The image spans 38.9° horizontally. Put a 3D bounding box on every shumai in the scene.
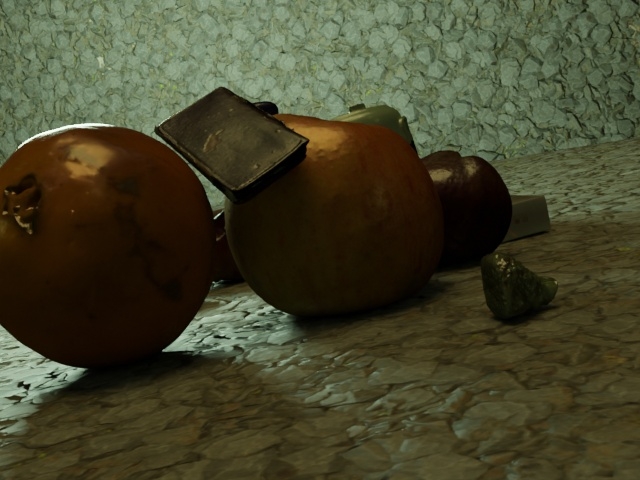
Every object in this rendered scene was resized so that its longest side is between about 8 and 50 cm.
[{"bbox_3d":[0.227,0.048,1.015,0.080,0.082,0.083,-11,28,-9],"label":"shumai"}]

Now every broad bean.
[{"bbox_3d":[-0.162,0.013,1.663,0.229,0.156,0.122,-22,-31,-25],"label":"broad bean"}]

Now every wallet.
[{"bbox_3d":[-0.115,-0.127,1.162,0.122,0.031,0.232,-35,42,-15],"label":"wallet"}]

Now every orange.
[{"bbox_3d":[-0.277,0.008,1.142,0.312,0.312,0.312,-10,7,1],"label":"orange"}]

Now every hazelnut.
[{"bbox_3d":[0.195,-0.044,1.410,0.202,0.170,0.160,1,34,14],"label":"hazelnut"}]

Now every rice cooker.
[{"bbox_3d":[0.081,-0.128,1.721,0.226,0.244,0.226,-15,1,0],"label":"rice cooker"}]

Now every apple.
[{"bbox_3d":[0.016,-0.042,1.252,0.299,0.275,0.299,-6,4,0],"label":"apple"}]

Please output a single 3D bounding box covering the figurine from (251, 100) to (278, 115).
[{"bbox_3d":[-0.084,-0.100,1.591,0.193,0.154,0.421,-8,37,-35],"label":"figurine"}]

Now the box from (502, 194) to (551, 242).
[{"bbox_3d":[0.280,-0.038,1.616,0.150,0.067,0.233,-11,8,-18],"label":"box"}]
